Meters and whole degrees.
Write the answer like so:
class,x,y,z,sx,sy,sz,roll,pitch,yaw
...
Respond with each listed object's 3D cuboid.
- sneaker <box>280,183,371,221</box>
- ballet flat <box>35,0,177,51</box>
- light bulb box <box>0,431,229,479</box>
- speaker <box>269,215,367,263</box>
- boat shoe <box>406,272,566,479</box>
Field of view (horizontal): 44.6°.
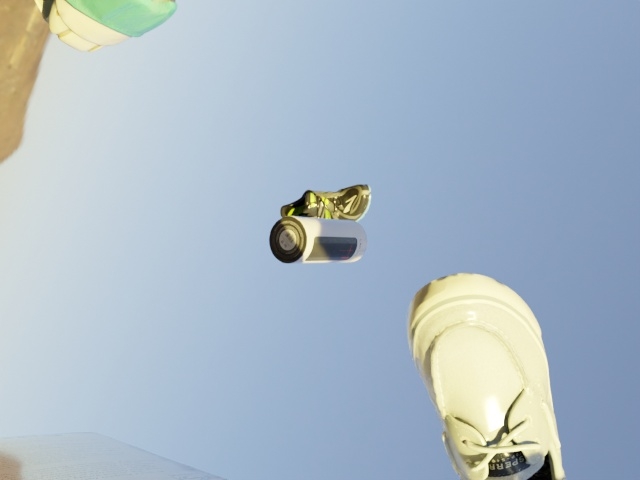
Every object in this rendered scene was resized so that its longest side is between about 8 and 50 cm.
class,x,y,z,sx,sy,sz,roll,pitch,yaw
sneaker,0.008,-0.060,1.438,0.188,0.078,0.067,-14,-112,27
ballet flat,-0.178,-0.194,0.606,0.087,0.083,0.247,-58,-140,15
light bulb box,-0.258,0.374,0.698,0.361,0.225,0.358,-9,-102,55
speaker,0.000,0.000,0.931,0.055,0.136,0.055,-1,-92,33
boat shoe,0.116,0.118,0.490,0.079,0.227,0.081,-19,-142,11
